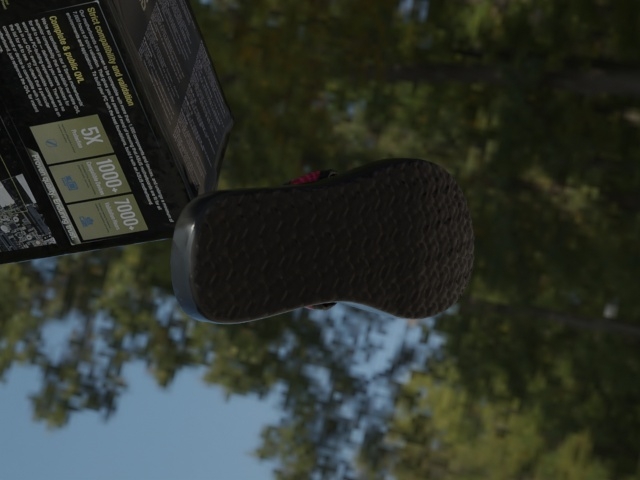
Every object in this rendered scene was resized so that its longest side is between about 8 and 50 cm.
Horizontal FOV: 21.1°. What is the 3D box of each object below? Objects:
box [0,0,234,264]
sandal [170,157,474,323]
[{"bbox_3d":[-0.132,-0.083,0.650,0.077,0.147,0.180,-80,-24,-49],"label":"box"},{"bbox_3d":[0.000,0.000,0.692,0.179,0.040,0.067,-2,-86,-47],"label":"sandal"}]
